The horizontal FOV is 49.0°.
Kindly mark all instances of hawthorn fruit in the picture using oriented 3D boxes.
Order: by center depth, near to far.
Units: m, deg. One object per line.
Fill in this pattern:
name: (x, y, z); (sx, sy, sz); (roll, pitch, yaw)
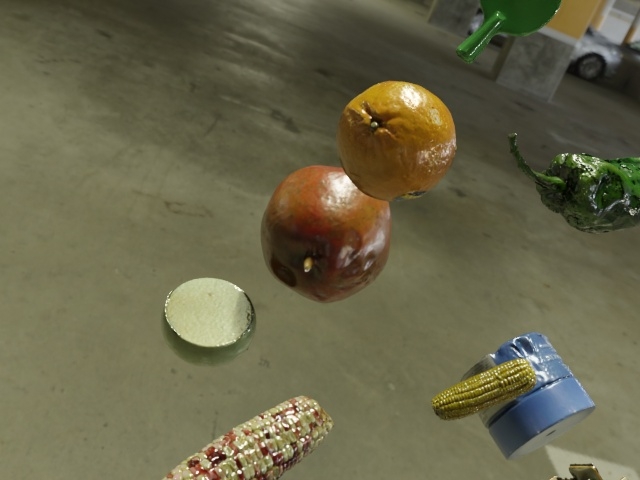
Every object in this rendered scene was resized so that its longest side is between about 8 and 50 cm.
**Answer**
hawthorn fruit: (0.000, 0.000, 1.381); (0.276, 0.277, 0.298); (23, 29, 3)

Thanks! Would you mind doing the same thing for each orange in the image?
orange: (0.108, -0.143, 1.024); (0.155, 0.178, 0.177); (-8, 37, -42)

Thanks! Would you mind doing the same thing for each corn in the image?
corn: (-0.086, 0.268, 0.860); (0.253, 0.086, 0.086); (-27, 49, -33)
corn: (0.348, 0.322, 1.495); (0.231, 0.080, 0.080); (-24, 31, 1)

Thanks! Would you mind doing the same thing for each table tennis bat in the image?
table tennis bat: (0.379, -0.469, 1.440); (0.160, 0.257, 0.039); (43, 9, 2)

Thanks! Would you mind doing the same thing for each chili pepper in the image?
chili pepper: (0.262, -0.056, 0.582); (0.278, 0.122, 0.065); (-18, 39, -26)

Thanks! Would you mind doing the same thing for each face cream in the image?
face cream: (0.493, 0.371, 1.698); (0.249, 0.249, 0.225); (-2, 51, -43)

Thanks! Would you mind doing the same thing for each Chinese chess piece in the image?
Chinese chess piece: (-0.221, 0.161, 1.393); (0.188, 0.083, 0.188); (7, 45, -7)

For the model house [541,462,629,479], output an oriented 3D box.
model house: (0.450, 0.533, 1.283); (0.206, 0.271, 0.178); (-27, 85, -21)
